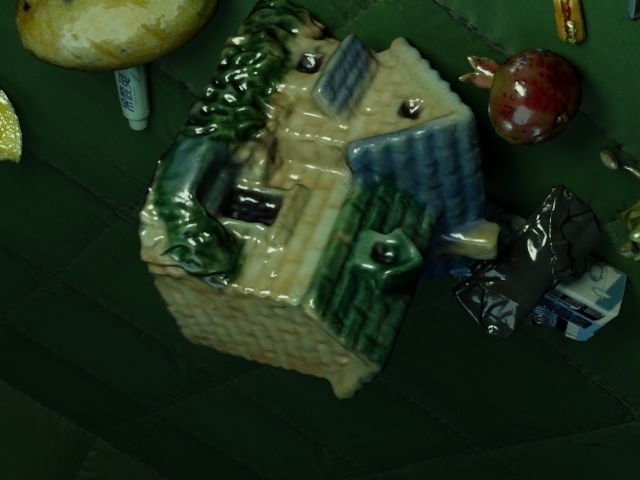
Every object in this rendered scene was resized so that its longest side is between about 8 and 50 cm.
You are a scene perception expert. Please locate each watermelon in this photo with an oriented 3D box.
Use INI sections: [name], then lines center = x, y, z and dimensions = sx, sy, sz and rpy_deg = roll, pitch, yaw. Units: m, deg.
[watermelon]
center = -0.671, -0.256, 2.002
dimensions = 0.301, 0.129, 0.123
rpy_deg = 26, 153, -13

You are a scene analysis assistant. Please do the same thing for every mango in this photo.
[mango]
center = -0.289, -0.342, 1.576
dimensions = 0.330, 0.175, 0.176
rpy_deg = -5, 165, 12

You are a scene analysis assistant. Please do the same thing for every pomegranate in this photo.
[pomegranate]
center = 0.266, -0.203, 1.433
dimensions = 0.159, 0.129, 0.129
rpy_deg = 50, 151, 8

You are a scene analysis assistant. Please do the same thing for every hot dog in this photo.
[hot dog]
center = 0.311, -0.276, 1.370
dimensions = 0.037, 0.021, 0.083
rpy_deg = 7, 145, 29

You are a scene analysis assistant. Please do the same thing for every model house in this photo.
[model house]
center = 0.038, -0.047, 1.515
dimensions = 0.400, 0.445, 0.395
rpy_deg = 16, 147, 18

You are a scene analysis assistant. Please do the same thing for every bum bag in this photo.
[bum bag]
center = 0.322, 0.036, 1.674
dimensions = 0.123, 0.248, 0.060
rpy_deg = 42, -170, -8

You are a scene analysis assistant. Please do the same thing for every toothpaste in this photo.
[toothpaste]
center = -0.311, -0.289, 1.780
dimensions = 0.075, 0.048, 0.296
rpy_deg = 18, 146, 10

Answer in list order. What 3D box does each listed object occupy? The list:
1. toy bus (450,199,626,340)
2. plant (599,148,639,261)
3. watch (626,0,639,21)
[toy bus]
center = 0.342, 0.049, 1.784
dimensions = 0.297, 0.106, 0.131
rpy_deg = 28, 148, -9
[plant]
center = 0.571, -0.041, 1.478
dimensions = 0.334, 0.180, 0.251
rpy_deg = 8, 180, -11
[watch]
center = 0.289, -0.381, 1.174
dimensions = 0.276, 0.068, 0.274
rpy_deg = 25, 150, -1
